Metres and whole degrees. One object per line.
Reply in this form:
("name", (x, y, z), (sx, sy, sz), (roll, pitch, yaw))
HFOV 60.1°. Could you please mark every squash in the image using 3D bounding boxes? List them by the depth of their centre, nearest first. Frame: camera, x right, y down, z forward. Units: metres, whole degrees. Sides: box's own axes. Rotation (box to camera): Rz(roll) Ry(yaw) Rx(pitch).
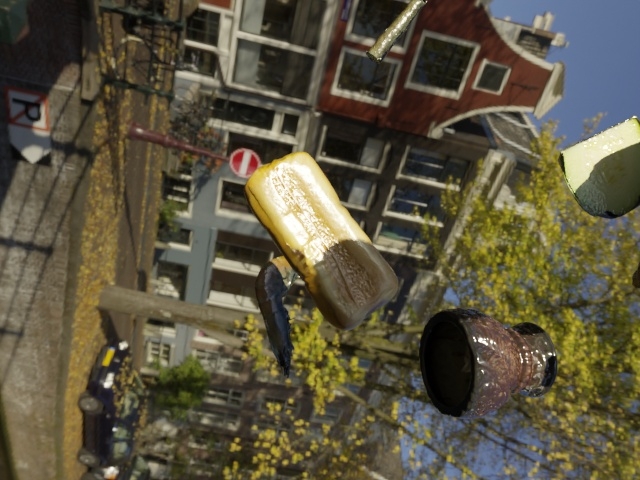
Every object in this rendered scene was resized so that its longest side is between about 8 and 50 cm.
("squash", (0.589, -0.141, 1.160), (0.085, 0.191, 0.184), (-118, -176, -79))

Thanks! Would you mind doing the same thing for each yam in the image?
("yam", (0.124, -0.348, 0.901), (0.130, 0.033, 0.027), (-53, 160, -1))

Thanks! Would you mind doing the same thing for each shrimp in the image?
("shrimp", (-0.046, 0.159, 1.229), (0.051, 0.198, 0.262), (-6, -83, 53))

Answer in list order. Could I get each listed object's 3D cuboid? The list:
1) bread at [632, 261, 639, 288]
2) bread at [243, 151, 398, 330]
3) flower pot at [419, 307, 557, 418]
("bread", (0.697, 0.050, 1.150), (0.060, 0.066, 0.110), (-107, -167, -49))
("bread", (0.000, 0.000, 0.917), (0.142, 0.305, 0.091), (-35, -177, -20))
("flower pot", (0.425, 0.303, 1.389), (0.266, 0.266, 0.267), (-179, -90, -70))
